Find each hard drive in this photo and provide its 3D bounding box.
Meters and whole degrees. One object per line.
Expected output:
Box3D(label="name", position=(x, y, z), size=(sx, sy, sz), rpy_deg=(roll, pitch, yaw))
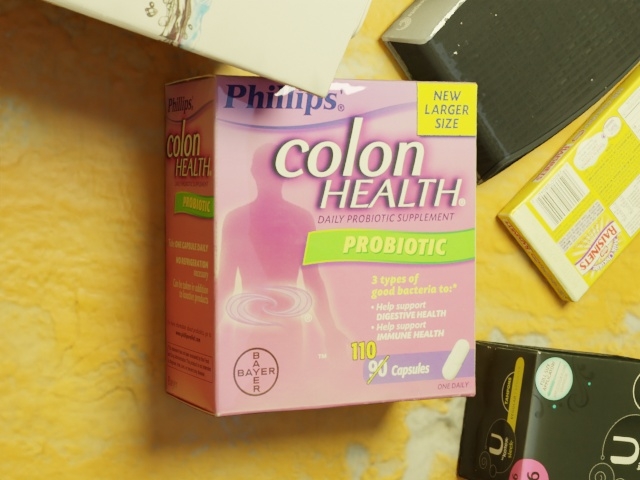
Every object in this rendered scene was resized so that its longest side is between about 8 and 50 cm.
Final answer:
Box3D(label="hard drive", position=(0.190, -0.183, 1.163), size=(0.255, 0.054, 0.172), rpy_deg=(-40, 107, -18))

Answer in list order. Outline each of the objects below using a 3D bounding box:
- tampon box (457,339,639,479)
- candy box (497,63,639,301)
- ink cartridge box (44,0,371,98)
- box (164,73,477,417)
Box3D(label="tampon box", position=(0.214, 0.153, 1.162), size=(0.161, 0.101, 0.120), rpy_deg=(7, 88, -24))
Box3D(label="candy box", position=(0.254, -0.054, 1.213), size=(0.206, 0.027, 0.105), rpy_deg=(-45, 111, -16))
Box3D(label="ink cartridge box", position=(-0.103, -0.245, 0.923), size=(0.270, 0.198, 0.197), rpy_deg=(17, 104, -24))
Box3D(label="box", position=(0.000, 0.000, 1.050), size=(0.214, 0.117, 0.242), rpy_deg=(-1, 92, -24))
